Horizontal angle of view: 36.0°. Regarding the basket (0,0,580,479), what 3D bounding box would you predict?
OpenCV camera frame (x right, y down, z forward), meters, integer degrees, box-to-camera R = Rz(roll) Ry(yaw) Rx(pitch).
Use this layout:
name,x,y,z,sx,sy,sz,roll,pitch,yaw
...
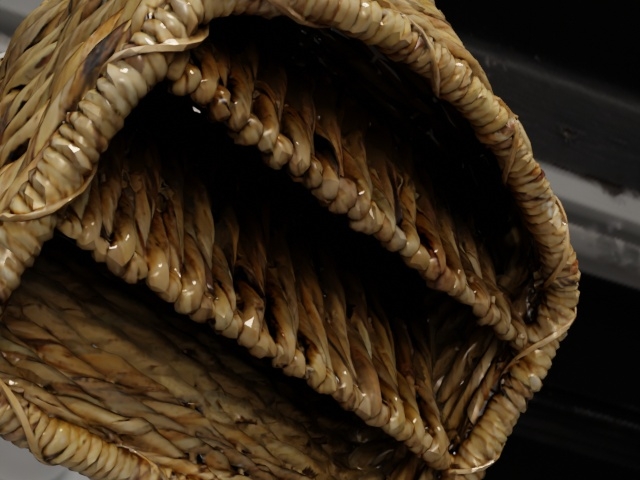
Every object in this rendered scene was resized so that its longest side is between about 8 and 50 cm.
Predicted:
name,x,y,z,sx,sy,sz,roll,pitch,yaw
basket,0.000,0.000,0.480,0.213,0.223,0.299,-37,-53,21

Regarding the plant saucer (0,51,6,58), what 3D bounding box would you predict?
name,x,y,z,sx,sy,sz,roll,pitch,yaw
plant saucer,-0.292,-0.096,0.843,0.400,0.400,0.101,-16,-75,11
